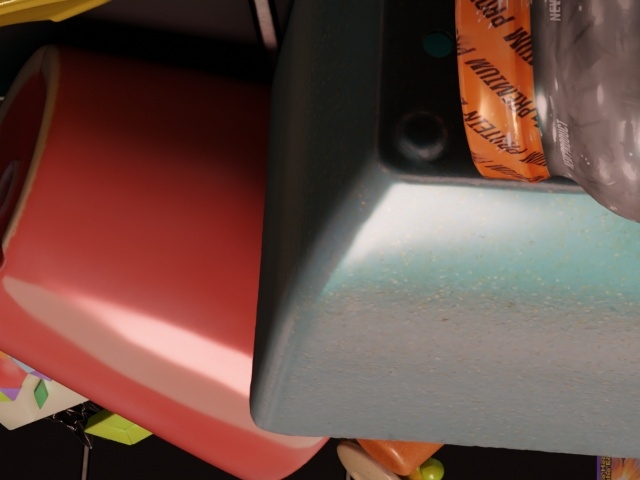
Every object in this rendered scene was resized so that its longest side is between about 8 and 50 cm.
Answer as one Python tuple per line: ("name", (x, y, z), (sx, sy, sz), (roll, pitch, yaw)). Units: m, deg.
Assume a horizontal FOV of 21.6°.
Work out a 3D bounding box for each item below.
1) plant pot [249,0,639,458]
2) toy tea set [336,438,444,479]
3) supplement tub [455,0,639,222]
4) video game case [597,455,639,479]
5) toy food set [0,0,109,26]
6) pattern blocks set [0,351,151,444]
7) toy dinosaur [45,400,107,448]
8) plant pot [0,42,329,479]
("plant pot", (0.093, -0.041, 0.907), (0.248, 0.247, 0.252), (4, 157, -1))
("toy tea set", (0.027, 0.117, 1.441), (0.336, 0.124, 0.200), (24, 155, 45))
("supplement tub", (0.221, -0.100, 0.675), (0.316, 0.193, 0.193), (1, 168, 14))
("video game case", (0.334, 0.107, 1.417), (0.061, 0.269, 0.244), (8, 168, -31))
("toy food set", (-0.167, -0.150, 0.882), (0.128, 0.071, 0.218), (-17, -174, -39))
("pattern blocks set", (-0.247, 0.089, 1.412), (0.285, 0.026, 0.325), (34, 130, -23))
("toy dinosaur", (-0.214, 0.077, 1.700), (0.322, 0.218, 0.164), (-1, 123, 23))
("plant pot", (-0.105, 0.000, 1.126), (0.243, 0.275, 0.275), (20, 162, -23))
